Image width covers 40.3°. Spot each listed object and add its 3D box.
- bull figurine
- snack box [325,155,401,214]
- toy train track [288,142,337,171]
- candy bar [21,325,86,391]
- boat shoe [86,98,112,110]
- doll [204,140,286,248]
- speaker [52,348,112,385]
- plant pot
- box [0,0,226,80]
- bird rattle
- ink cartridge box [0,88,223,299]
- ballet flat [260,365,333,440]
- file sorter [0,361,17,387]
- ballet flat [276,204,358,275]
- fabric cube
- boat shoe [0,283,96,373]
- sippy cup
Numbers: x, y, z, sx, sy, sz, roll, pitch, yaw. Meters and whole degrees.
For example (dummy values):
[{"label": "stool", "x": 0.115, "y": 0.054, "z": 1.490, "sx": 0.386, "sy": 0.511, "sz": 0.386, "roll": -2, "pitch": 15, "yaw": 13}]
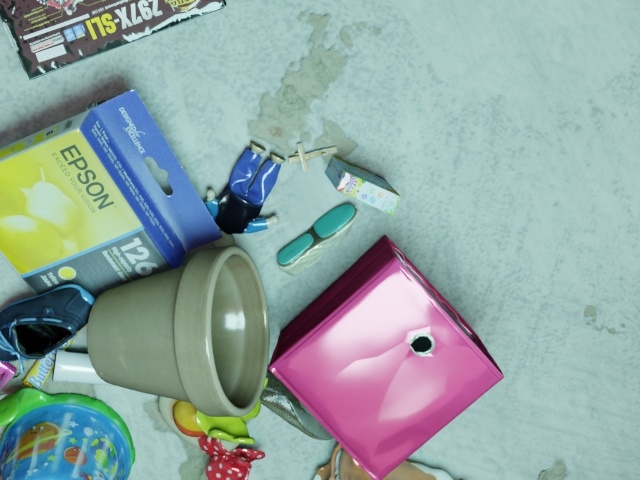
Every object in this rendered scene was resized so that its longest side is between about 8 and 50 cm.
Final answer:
[{"label": "bull figurine", "x": 0.132, "y": 0.468, "z": 1.610, "sx": 0.310, "sy": 0.101, "sz": 0.188, "roll": 33, "pitch": 102, "yaw": -15}, {"label": "snack box", "x": 0.067, "y": -0.091, "z": 1.410, "sx": 0.100, "sy": 0.141, "sz": 0.037, "roll": 22, "pitch": 102, "yaw": -12}, {"label": "toy train track", "x": -0.013, "y": -0.143, "z": 1.453, "sx": 0.083, "sy": 0.014, "sz": 0.048, "roll": -14, "pitch": 101, "yaw": -8}, {"label": "candy bar", "x": -0.458, "y": 0.194, "z": 1.498, "sx": 0.040, "sy": 0.018, "sz": 0.161, "roll": 33, "pitch": 100, "yaw": -15}, {"label": "boat shoe", "x": -0.303, "y": -0.139, "z": 1.390, "sx": 0.083, "sy": 0.065, "sz": 0.183, "roll": -17, "pitch": 107, "yaw": 0}, {"label": "doll", "x": -0.125, "y": -0.063, "z": 1.445, "sx": 0.129, "sy": 0.046, "sz": 0.189, "roll": 27, "pitch": 101, "yaw": -13}, {"label": "speaker", "x": -0.383, "y": 0.218, "z": 1.486, "sx": 0.136, "sy": 0.055, "sz": 0.055, "roll": 8, "pitch": 106, "yaw": -17}, {"label": "plant pot", "x": -0.225, "y": 0.143, "z": 1.354, "sx": 0.229, "sy": 0.263, "sz": 0.263, "roll": -4, "pitch": 109, "yaw": 17}, {"label": "box", "x": -0.335, "y": -0.416, "z": 1.296, "sx": 0.322, "sy": 0.079, "sz": 0.257, "roll": -21, "pitch": 110, "yaw": 0}, {"label": "bird rattle", "x": -0.184, "y": 0.312, "z": 1.515, "sx": 0.207, "sy": 0.143, "sz": 0.253, "roll": 28, "pitch": 143, "yaw": 11}, {"label": "ink cartridge box", "x": -0.353, "y": -0.042, "z": 1.352, "sx": 0.307, "sy": 0.072, "sz": 0.303, "roll": -21, "pitch": 126, "yaw": 10}, {"label": "ballet flat", "x": -0.070, "y": 0.279, "z": 1.553, "sx": 0.250, "sy": 0.084, "sz": 0.058, "roll": 34, "pitch": 141, "yaw": -18}, {"label": "file sorter", "x": -0.685, "y": 0.227, "z": 1.394, "sx": 0.290, "sy": 0.182, "sz": 0.202, "roll": 42, "pitch": 98, "yaw": -17}, {"label": "ballet flat", "x": 0.000, "y": 0.000, "z": 1.485, "sx": 0.168, "sy": 0.057, "sz": 0.052, "roll": -34, "pitch": 136, "yaw": 8}, {"label": "fabric cube", "x": 0.100, "y": 0.180, "z": 1.416, "sx": 0.258, "sy": 0.259, "sz": 0.254, "roll": -41, "pitch": 95, "yaw": 6}, {"label": "boat shoe", "x": -0.467, "y": 0.145, "z": 1.393, "sx": 0.109, "sy": 0.089, "sz": 0.258, "roll": 39, "pitch": 130, "yaw": -23}, {"label": "sippy cup", "x": -0.438, "y": 0.410, "z": 1.456, "sx": 0.305, "sy": 0.224, "sz": 0.240, "roll": 27, "pitch": 104, "yaw": -15}]
